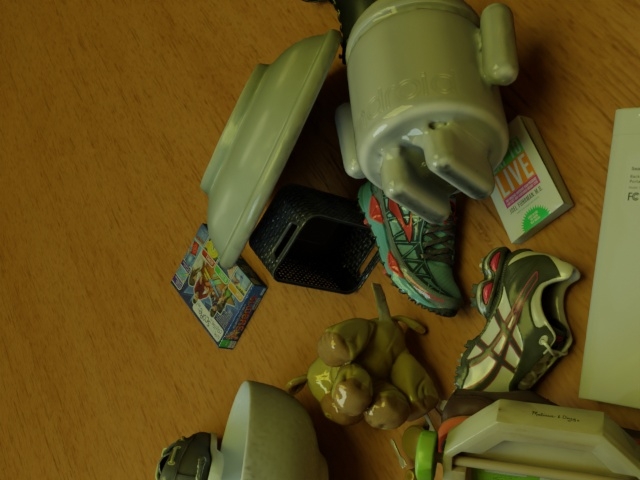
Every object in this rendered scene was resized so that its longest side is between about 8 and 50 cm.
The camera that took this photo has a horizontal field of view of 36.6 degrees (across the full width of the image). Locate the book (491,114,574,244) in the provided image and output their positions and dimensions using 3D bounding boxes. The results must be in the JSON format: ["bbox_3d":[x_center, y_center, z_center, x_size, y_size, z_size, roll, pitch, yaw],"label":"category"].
[{"bbox_3d":[0.268,-0.080,1.292,0.096,0.035,0.144,-42,54,36],"label":"book"}]

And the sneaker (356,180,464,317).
[{"bbox_3d":[0.140,-0.015,1.354,0.125,0.104,0.261,-45,52,27],"label":"sneaker"}]

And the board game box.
[{"bbox_3d":[-0.184,0.079,1.715,0.201,0.035,0.136,47,114,42],"label":"board game box"}]

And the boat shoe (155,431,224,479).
[{"bbox_3d":[-0.214,0.360,1.542,0.305,0.091,0.109,163,119,-79],"label":"boat shoe"}]

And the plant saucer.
[{"bbox_3d":[-0.095,-0.154,1.474,0.400,0.101,0.400,-63,6,12],"label":"plant saucer"}]

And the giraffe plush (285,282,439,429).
[{"bbox_3d":[0.043,0.188,1.360,0.170,0.181,0.210,-44,32,40],"label":"giraffe plush"}]

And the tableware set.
[{"bbox_3d":[0.168,0.281,1.313,0.154,0.024,0.104,-42,56,30],"label":"tableware set"}]

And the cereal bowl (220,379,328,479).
[{"bbox_3d":[-0.075,0.381,1.404,0.339,0.141,0.338,-169,90,-81],"label":"cereal bowl"}]

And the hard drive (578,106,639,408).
[{"bbox_3d":[0.424,0.021,1.092,0.233,0.047,0.353,4,82,46],"label":"hard drive"}]

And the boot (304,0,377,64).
[{"bbox_3d":[0.038,-0.363,1.559,0.236,0.085,0.178,-1,83,47],"label":"boot"}]

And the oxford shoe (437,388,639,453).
[{"bbox_3d":[0.274,0.217,1.119,0.271,0.096,0.098,8,40,11],"label":"oxford shoe"}]

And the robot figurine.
[{"bbox_3d":[0.140,-0.199,1.306,0.300,0.200,0.353,-29,48,30],"label":"robot figurine"}]

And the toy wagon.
[{"bbox_3d":[0.244,0.327,1.093,0.267,0.068,0.344,6,124,15],"label":"toy wagon"}]

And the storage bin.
[{"bbox_3d":[0.000,0.000,1.437,0.122,0.180,0.084,-57,46,20],"label":"storage bin"}]

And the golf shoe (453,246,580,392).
[{"bbox_3d":[0.244,0.144,1.211,0.120,0.105,0.272,6,85,41],"label":"golf shoe"}]
